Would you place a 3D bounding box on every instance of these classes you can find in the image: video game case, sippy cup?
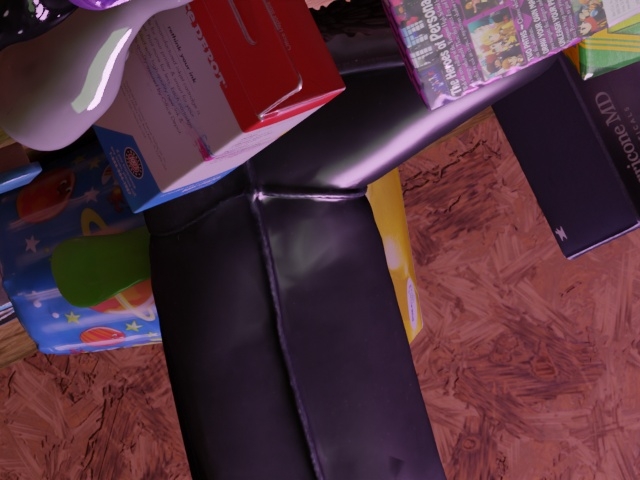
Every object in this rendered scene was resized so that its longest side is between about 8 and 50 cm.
[{"bbox_3d":[0.124,-0.208,1.191,0.210,0.042,0.232,-27,137,-1],"label":"video game case"},{"bbox_3d":[-0.169,-0.001,1.802,0.224,0.240,0.305,-16,151,9],"label":"sippy cup"}]

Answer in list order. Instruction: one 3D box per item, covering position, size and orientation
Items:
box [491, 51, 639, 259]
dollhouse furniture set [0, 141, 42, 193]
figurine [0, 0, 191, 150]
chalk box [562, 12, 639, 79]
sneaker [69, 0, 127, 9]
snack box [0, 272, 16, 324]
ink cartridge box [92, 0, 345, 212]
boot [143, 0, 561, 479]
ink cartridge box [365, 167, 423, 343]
[{"bbox_3d":[0.300,-0.182,1.722,0.294,0.296,0.183,-25,176,-16],"label":"box"},{"bbox_3d":[-0.238,-0.045,1.317,0.183,0.129,0.129,-22,175,-30],"label":"dollhouse furniture set"},{"bbox_3d":[-0.160,-0.124,1.159,0.209,0.092,0.215,-35,172,38],"label":"figurine"},{"bbox_3d":[0.245,-0.226,1.358,0.213,0.132,0.132,-21,134,-8],"label":"chalk box"},{"bbox_3d":[-0.063,-0.164,0.945,0.095,0.104,0.236,-26,170,-36],"label":"sneaker"},{"bbox_3d":[-0.486,0.115,2.283,0.322,0.060,0.187,-26,175,-4],"label":"snack box"},{"bbox_3d":[-0.072,-0.124,1.309,0.078,0.134,0.231,-22,175,-37],"label":"ink cartridge box"},{"bbox_3d":[0.047,0.038,1.571,0.367,0.445,0.146,-12,-162,0],"label":"boot"},{"bbox_3d":[0.000,0.000,1.753,0.072,0.304,0.307,-1,-159,20],"label":"ink cartridge box"}]
